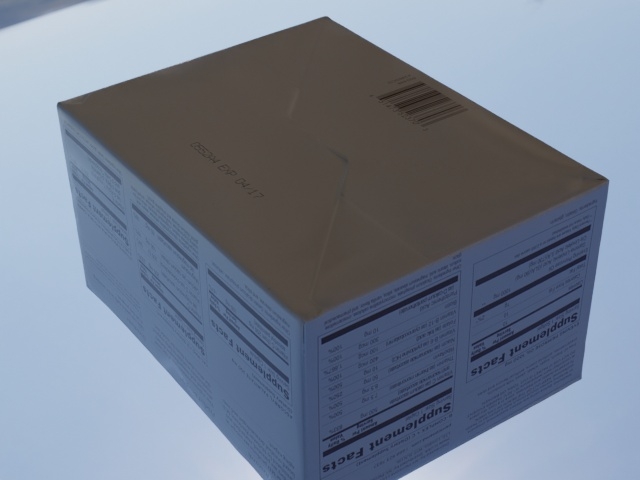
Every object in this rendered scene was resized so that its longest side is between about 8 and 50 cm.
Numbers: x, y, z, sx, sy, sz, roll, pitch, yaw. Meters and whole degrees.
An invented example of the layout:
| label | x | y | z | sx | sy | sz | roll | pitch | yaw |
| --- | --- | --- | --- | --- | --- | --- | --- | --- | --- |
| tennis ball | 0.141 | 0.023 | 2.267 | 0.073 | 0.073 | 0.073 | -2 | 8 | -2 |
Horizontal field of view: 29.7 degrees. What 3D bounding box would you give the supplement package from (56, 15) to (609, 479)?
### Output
| label | x | y | z | sx | sy | sz | roll | pitch | yaw |
| --- | --- | --- | --- | --- | --- | --- | --- | --- | --- |
| supplement package | 0.000 | 0.000 | 0.715 | 0.204 | 0.145 | 0.262 | -23 | -139 | -28 |
